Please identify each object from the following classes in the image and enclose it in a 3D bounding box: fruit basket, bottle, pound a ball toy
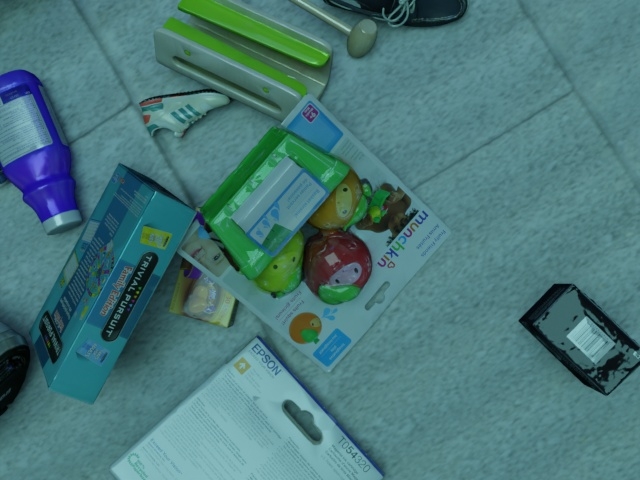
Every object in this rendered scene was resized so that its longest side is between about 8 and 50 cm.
[{"bbox_3d":[0.000,0.000,1.366,0.353,0.165,0.327,42,89,-16],"label":"fruit basket"},{"bbox_3d":[-0.497,-0.150,1.475,0.118,0.092,0.283,-25,86,5],"label":"bottle"},{"bbox_3d":[-0.090,-0.322,1.439,0.319,0.136,0.208,26,65,6],"label":"pound a ball toy"}]

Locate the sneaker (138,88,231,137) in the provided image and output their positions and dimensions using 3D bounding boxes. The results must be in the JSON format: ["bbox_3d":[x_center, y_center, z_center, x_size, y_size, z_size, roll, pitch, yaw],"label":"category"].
[{"bbox_3d":[-0.231,-0.219,1.477,0.161,0.057,0.075,-7,105,3],"label":"sneaker"}]

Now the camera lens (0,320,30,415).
[{"bbox_3d":[-0.646,0.194,1.413,0.274,0.219,0.219,32,91,6],"label":"camera lens"}]

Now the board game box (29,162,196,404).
[{"bbox_3d":[-0.345,0.058,1.375,0.079,0.254,0.336,28,92,-29],"label":"board game box"}]

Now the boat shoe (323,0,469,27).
[{"bbox_3d":[0.122,-0.408,1.413,0.254,0.079,0.095,14,110,2],"label":"boat shoe"}]

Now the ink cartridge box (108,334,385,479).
[{"bbox_3d":[-0.119,0.386,1.410,0.330,0.071,0.324,-41,82,-14],"label":"ink cartridge box"}]

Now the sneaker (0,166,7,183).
[{"bbox_3d":[-0.613,-0.138,1.513,0.135,0.052,0.058,40,102,13],"label":"sneaker"}]

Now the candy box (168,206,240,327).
[{"bbox_3d":[-0.181,0.046,1.456,0.109,0.053,0.187,16,91,4],"label":"candy box"}]

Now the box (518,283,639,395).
[{"bbox_3d":[0.409,0.152,1.339,0.156,0.158,0.093,45,92,6],"label":"box"}]
